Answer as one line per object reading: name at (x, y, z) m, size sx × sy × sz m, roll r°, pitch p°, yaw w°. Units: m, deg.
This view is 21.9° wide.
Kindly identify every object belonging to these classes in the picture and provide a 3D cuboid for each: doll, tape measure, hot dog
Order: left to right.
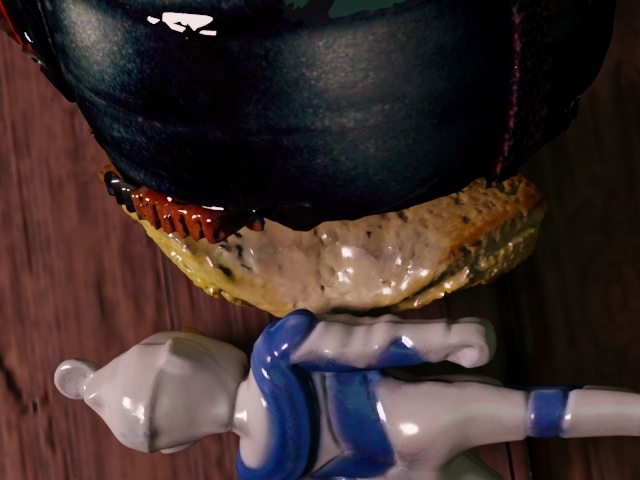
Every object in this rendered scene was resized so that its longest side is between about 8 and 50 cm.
tape measure at (-0.002, -0.099, 0.586) m, size 0.202 × 0.135 × 0.223 m, roll -32°, pitch 44°, yaw -20°
hot dog at (0.000, 0.000, 0.631) m, size 0.169 × 0.061 × 0.078 m, roll 7°, pitch 49°, yaw 7°
doll at (0.014, 0.064, 0.616) m, size 0.227 × 0.114 × 0.057 m, roll 11°, pitch 39°, yaw -3°
